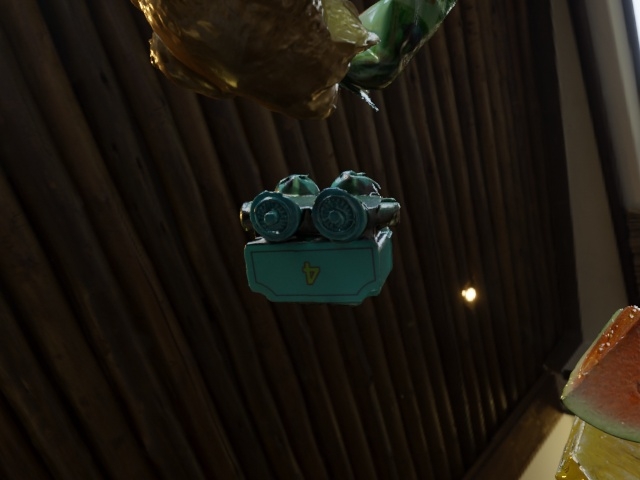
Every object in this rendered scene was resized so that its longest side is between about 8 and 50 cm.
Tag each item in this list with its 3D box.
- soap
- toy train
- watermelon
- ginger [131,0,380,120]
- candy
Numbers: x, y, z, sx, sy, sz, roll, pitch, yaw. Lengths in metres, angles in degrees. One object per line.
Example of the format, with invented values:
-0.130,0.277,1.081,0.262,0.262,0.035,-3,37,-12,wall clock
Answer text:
0.520,0.412,0.997,0.257,0.160,0.080,-37,-34,-48,soap
0.000,0.000,0.677,0.107,0.198,0.154,-47,-45,-66,toy train
0.267,0.094,0.435,0.125,0.135,0.094,-32,-62,-35,watermelon
-0.053,-0.188,0.545,0.270,0.219,0.123,53,-144,-55,ginger
0.186,-0.498,1.283,0.172,0.398,0.263,55,-153,14,candy
